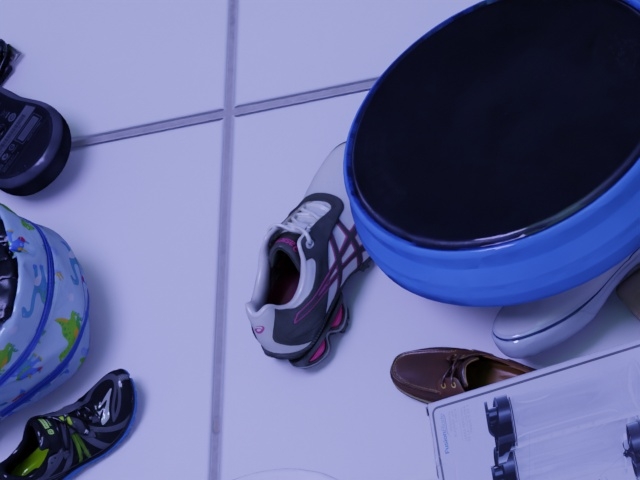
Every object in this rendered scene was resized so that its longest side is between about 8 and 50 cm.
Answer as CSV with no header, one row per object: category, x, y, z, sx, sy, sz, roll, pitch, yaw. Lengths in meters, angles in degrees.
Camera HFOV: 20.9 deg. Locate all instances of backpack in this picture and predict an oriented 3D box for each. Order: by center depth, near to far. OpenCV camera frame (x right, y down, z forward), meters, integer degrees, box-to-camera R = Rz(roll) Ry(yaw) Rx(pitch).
backpack,-0.435,0.095,1.957,0.355,0.273,0.290,-37,50,29

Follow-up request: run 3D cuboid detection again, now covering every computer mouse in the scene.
computer mouse,-0.384,-0.130,2.145,0.188,0.072,0.272,-52,44,-5

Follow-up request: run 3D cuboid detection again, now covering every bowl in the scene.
bowl,0.200,-0.110,1.772,0.391,0.077,0.391,-18,45,19

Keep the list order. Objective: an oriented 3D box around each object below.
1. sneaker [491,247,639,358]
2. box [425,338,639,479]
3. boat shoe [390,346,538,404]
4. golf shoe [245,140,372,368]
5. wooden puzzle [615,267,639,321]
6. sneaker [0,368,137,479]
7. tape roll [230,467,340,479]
sneaker,0.262,0.008,1.756,0.258,0.091,0.094,-43,32,-8
box,0.249,0.200,1.615,0.290,0.087,0.169,-22,66,32
boat shoe,0.150,0.137,1.768,0.178,0.060,0.064,8,68,27
golf shoe,0.000,0.000,1.873,0.105,0.120,0.273,7,66,29
wooden puzzle,0.440,0.058,1.696,0.221,0.044,0.238,-38,51,2
sneaker,-0.278,0.214,1.907,0.188,0.078,0.067,-41,56,-1
tape roll,-0.033,0.371,1.705,0.286,0.100,0.286,-10,61,19
